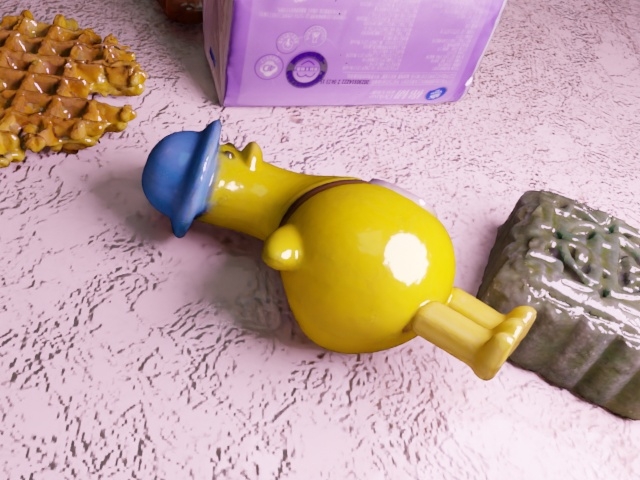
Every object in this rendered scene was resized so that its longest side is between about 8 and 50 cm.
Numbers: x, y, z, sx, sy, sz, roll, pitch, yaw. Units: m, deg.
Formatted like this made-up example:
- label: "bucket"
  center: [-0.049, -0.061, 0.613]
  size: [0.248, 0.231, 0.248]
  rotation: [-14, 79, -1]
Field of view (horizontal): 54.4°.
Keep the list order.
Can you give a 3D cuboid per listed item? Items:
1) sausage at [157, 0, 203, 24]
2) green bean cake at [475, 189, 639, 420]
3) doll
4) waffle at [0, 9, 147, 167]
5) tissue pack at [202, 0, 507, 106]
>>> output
- label: "sausage"
  center: [-0.205, -0.387, 0.853]
  size: [0.089, 0.083, 0.300]
  rotation: [-8, 54, -31]
- label: "green bean cake"
  center: [0.250, 0.046, 0.585]
  size: [0.183, 0.094, 0.185]
  rotation: [25, 42, 9]
- label: "doll"
  center: [0.000, 0.000, 0.533]
  size: [0.363, 0.145, 0.199]
  rotation: [30, 15, 23]
- label: "waffle"
  center: [-0.302, -0.162, 0.638]
  size: [0.231, 0.051, 0.228]
  rotation: [-30, 62, -35]
- label: "tissue pack"
  center: [0.043, -0.292, 0.726]
  size: [0.338, 0.242, 0.160]
  rotation: [-6, 50, -22]
